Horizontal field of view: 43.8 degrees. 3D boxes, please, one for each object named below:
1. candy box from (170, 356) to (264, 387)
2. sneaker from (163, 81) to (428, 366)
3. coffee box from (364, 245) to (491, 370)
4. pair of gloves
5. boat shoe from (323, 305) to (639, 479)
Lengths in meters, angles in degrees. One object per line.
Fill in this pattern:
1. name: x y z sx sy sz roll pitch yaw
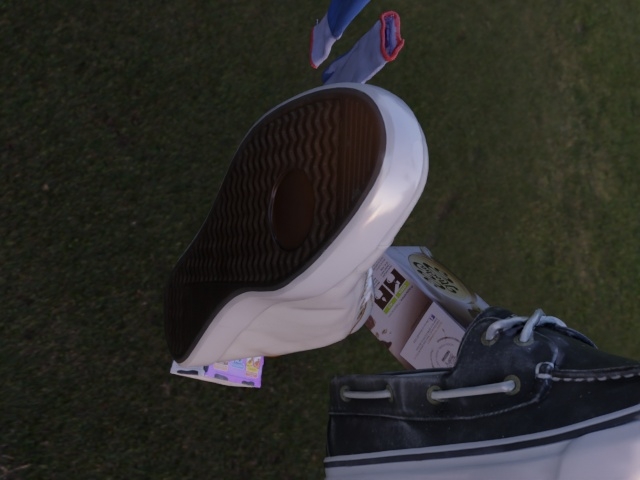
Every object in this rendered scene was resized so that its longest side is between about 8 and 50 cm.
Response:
1. candy box: -0.154 0.130 1.291 0.165 0.070 0.196 32 61 -59
2. sneaker: 0.000 0.000 0.493 0.123 0.290 0.106 2 66 -28
3. coffee box: 0.198 0.146 1.270 0.297 0.119 0.168 46 24 28
4. pair of gloves: 0.027 -0.169 0.661 0.023 0.159 0.198 14 60 -20
5. boat shoe: 0.118 0.098 0.496 0.121 0.335 0.119 6 68 -49
